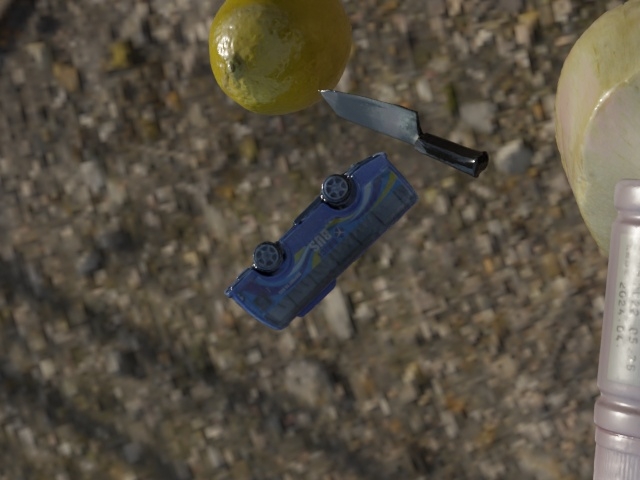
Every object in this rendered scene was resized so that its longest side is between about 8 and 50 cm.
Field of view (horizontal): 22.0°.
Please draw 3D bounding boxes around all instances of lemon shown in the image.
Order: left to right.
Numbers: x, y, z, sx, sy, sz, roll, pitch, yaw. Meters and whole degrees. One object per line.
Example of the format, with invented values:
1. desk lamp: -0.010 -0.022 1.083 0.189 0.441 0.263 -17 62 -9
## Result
1. lemon: -0.054 -0.246 2.072 0.178 0.203 0.178 16 119 31

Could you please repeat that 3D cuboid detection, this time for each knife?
1. knife: 0.091 -0.133 1.880 0.230 0.028 0.060 24 146 30

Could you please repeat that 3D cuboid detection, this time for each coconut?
1. coconut: 0.410 -0.103 1.729 0.353 0.353 0.352 20 117 44

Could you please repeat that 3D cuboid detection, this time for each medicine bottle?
1. medicine bottle: 0.282 0.080 1.276 0.133 0.133 0.249 9 94 47

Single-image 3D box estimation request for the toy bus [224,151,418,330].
1. toy bus: 0.001 0.001 1.838 0.094 0.236 0.079 46 177 1
